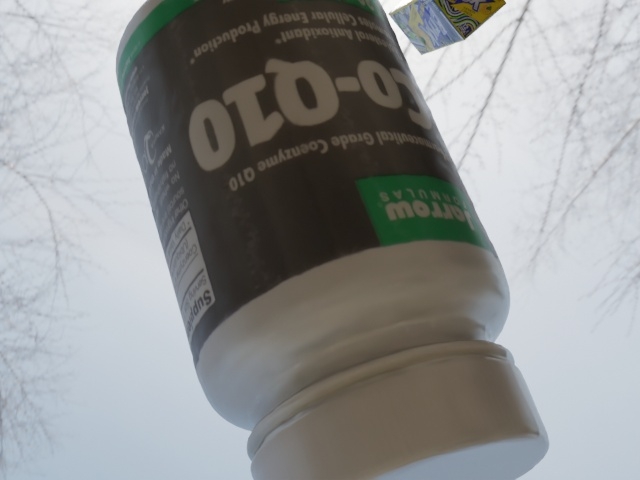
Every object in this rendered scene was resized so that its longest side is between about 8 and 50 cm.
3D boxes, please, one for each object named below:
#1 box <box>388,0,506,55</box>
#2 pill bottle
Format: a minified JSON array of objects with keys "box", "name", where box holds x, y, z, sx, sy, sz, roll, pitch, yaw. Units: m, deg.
[{"box":[0.121,-0.227,1.001,0.054,0.169,0.059,-41,-80,-2],"name":"box"},{"box":[0.000,0.000,0.672,0.204,0.204,0.361,-7,-120,-25],"name":"pill bottle"}]
